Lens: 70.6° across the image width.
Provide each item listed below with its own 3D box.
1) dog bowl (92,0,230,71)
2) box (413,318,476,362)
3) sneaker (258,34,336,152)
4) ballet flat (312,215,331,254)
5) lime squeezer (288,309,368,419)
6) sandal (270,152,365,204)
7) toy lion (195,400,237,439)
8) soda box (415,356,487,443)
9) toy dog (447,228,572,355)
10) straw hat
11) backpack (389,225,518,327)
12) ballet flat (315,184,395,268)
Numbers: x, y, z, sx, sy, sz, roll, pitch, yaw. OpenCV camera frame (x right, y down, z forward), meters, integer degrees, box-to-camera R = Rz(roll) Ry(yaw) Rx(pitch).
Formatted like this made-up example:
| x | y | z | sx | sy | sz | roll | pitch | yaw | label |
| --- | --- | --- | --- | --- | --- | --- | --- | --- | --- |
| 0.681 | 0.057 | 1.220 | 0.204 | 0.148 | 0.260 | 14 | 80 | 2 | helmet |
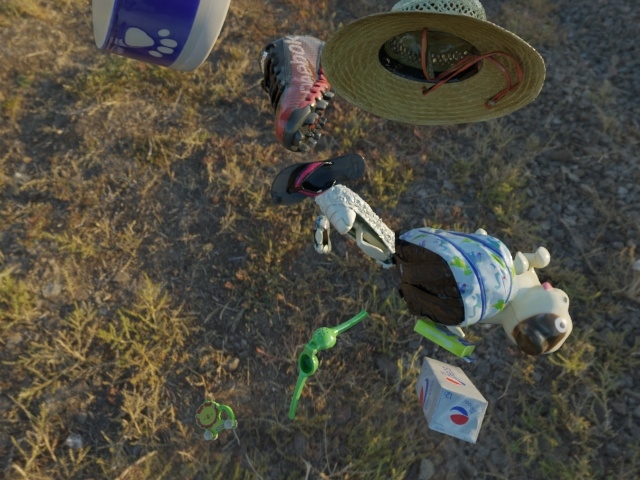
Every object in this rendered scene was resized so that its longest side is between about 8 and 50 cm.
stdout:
| x | y | z | sx | sy | sz | roll | pitch | yaw | label |
| --- | --- | --- | --- | --- | --- | --- | --- | --- | --- |
| -0.179 | -0.333 | 0.497 | 0.104 | 0.264 | 0.264 | 1 | 47 | -33 | dog bowl |
| 0.376 | 0.293 | 1.338 | 0.178 | 0.109 | 0.042 | 29 | 96 | 32 | box |
| -0.043 | -0.237 | 0.699 | 0.135 | 0.097 | 0.275 | 18 | 48 | -5 | sneaker |
| 0.000 | 0.000 | 0.944 | 0.041 | 0.114 | 0.041 | -2 | 46 | 2 | ballet flat |
| -0.006 | 0.270 | 1.062 | 0.059 | 0.110 | 0.310 | 31 | 77 | 27 | lime squeezer |
| -0.004 | -0.110 | 0.798 | 0.179 | 0.067 | 0.040 | -19 | 25 | -2 | sandal |
| -0.276 | 0.462 | 1.179 | 0.100 | 0.034 | 0.096 | -30 | 61 | 6 | toy lion |
| 0.285 | 0.349 | 1.028 | 0.098 | 0.286 | 0.091 | 17 | 90 | 6 | soda box |
| 0.561 | 0.187 | 1.405 | 0.285 | 0.394 | 0.408 | 4 | 20 | -45 | toy dog |
| 0.077 | -0.135 | 0.308 | 0.145 | 0.144 | 0.061 | 11 | 81 | 7 | straw hat |
| 0.354 | 0.096 | 1.232 | 0.274 | 0.355 | 0.289 | -12 | 93 | 2 | backpack |
| 0.136 | -0.048 | 1.581 | 0.409 | 0.147 | 0.146 | 38 | 53 | -13 | ballet flat |
